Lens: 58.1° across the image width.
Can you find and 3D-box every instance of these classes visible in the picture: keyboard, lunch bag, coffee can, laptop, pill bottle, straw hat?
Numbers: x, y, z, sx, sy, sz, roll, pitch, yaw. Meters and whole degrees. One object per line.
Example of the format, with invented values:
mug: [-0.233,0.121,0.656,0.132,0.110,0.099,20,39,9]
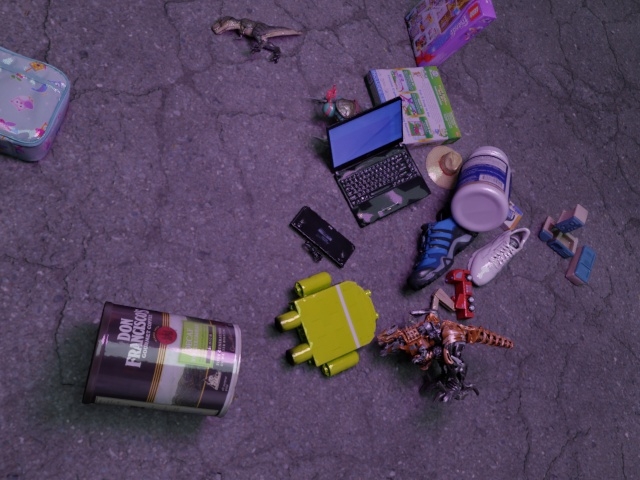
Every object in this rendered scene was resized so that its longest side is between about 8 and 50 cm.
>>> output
keyboard: [0.000,0.000,1.504,0.180,0.023,0.108,40,56,-6]
lunch bag: [-0.707,-0.317,1.253,0.279,0.108,0.223,21,67,-16]
coffee can: [-0.323,0.247,1.184,0.276,0.201,0.201,13,69,-20]
laptop: [0.163,-0.210,1.551,0.234,0.136,0.264,-26,84,-13]
pill bottle: [0.462,-0.154,1.632,0.153,0.153,0.264,38,40,-8]
straw hat: [0.390,-0.232,1.723,0.145,0.061,0.144,7,71,-22]

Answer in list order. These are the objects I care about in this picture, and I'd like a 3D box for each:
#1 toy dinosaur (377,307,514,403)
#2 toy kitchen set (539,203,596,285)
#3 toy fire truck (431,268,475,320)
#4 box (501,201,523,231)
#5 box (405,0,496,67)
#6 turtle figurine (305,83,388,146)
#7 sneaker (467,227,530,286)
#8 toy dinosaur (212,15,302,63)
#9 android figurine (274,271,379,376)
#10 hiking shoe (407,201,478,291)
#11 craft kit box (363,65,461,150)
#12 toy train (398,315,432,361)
toy dinosaur: [0.307,0.273,1.419,0.322,0.164,0.218,-5,87,19]
toy kitchen set: [0.785,0.016,1.753,0.207,0.166,0.122,36,63,-9]
toy fire truck: [0.355,0.168,1.587,0.135,0.047,0.191,7,70,-20]
box: [0.553,-0.099,1.770,0.136,0.028,0.081,44,62,-7]
box: [0.381,-0.669,1.728,0.057,0.293,0.200,-3,75,-30]
turtle figurine: [0.074,-0.336,1.597,0.234,0.118,0.175,10,70,-26]
sneaker: [0.516,0.041,1.672,0.090,0.095,0.235,48,63,-5]
toy dinosaur: [-0.159,-0.561,1.597,0.268,0.064,0.118,-2,67,-27]
android figurine: [0.026,0.200,1.417,0.273,0.056,0.248,-21,90,-28]
hiking shoe: [0.309,0.023,1.592,0.132,0.113,0.304,45,52,4]
craft kit box: [0.279,-0.401,1.735,0.247,0.061,0.249,-12,79,-23]
toy train: [0.276,0.257,1.505,0.166,0.046,0.125,34,98,-10]
